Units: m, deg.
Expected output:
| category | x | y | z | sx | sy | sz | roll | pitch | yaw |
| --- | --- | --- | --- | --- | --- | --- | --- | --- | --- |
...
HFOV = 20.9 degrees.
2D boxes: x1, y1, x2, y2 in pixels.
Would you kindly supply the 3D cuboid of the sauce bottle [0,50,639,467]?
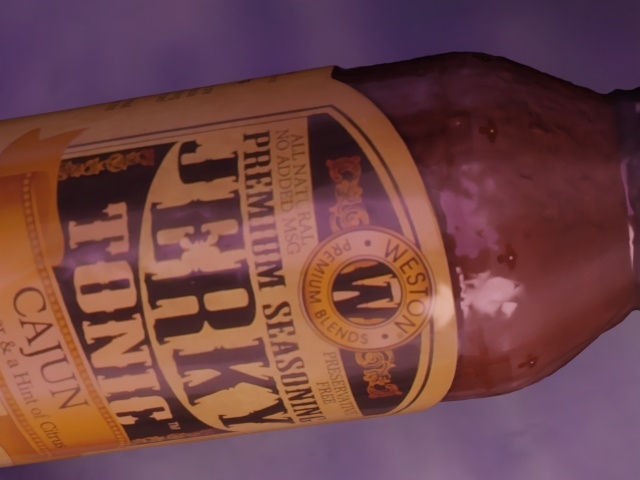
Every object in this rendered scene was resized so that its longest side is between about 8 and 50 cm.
| category | x | y | z | sx | sy | sz | roll | pitch | yaw |
| --- | --- | --- | --- | --- | --- | --- | --- | --- | --- |
| sauce bottle | 0.000 | 0.000 | 0.526 | 0.344 | 0.111 | 0.111 | -10 | 82 | 9 |
